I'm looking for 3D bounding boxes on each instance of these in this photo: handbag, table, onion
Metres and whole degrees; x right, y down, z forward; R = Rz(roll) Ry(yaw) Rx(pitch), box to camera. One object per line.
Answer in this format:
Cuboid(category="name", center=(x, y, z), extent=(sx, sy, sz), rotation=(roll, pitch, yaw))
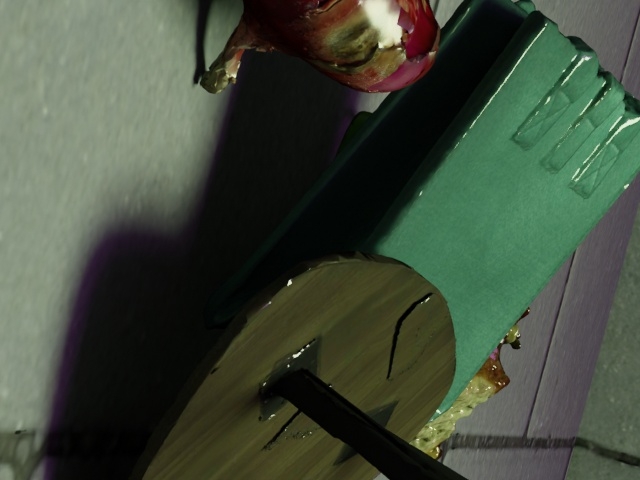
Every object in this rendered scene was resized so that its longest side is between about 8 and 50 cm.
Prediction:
Cuboid(category="handbag", center=(0.071, -0.018, 1.060), extent=(0.274, 0.100, 0.268), rotation=(-54, 154, 10))
Cuboid(category="table", center=(0.055, 0.184, 0.904), extent=(0.317, 0.249, 0.317), rotation=(-38, 153, -23))
Cuboid(category="onion", center=(-0.017, -0.130, 0.905), extent=(0.150, 0.140, 0.150), rotation=(45, 26, -30))

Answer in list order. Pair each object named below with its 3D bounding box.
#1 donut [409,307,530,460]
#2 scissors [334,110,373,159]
Cuboid(category="donut", center=(0.072, 0.075, 1.327), extent=(0.186, 0.144, 0.126), rotation=(-48, 162, 15))
Cuboid(category="scissors", center=(0.000, 0.000, 1.161), extent=(0.204, 0.027, 0.101), rotation=(-56, 153, -43))
